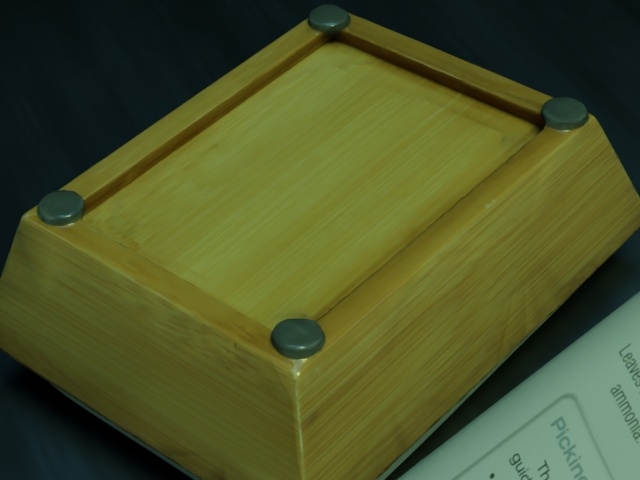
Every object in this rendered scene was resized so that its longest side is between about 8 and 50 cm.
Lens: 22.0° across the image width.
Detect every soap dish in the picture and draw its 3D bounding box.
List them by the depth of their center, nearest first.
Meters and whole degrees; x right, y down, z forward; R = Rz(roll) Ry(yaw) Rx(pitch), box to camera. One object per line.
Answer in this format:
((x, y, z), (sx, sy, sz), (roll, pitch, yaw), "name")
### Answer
((0.000, 0.000, 0.870), (0.229, 0.118, 0.291), (28, 50, 31), "soap dish")

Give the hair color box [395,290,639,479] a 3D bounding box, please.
((0.157, 0.113, 0.582), (0.374, 0.113, 0.185), (-41, 40, 18), "hair color box")
